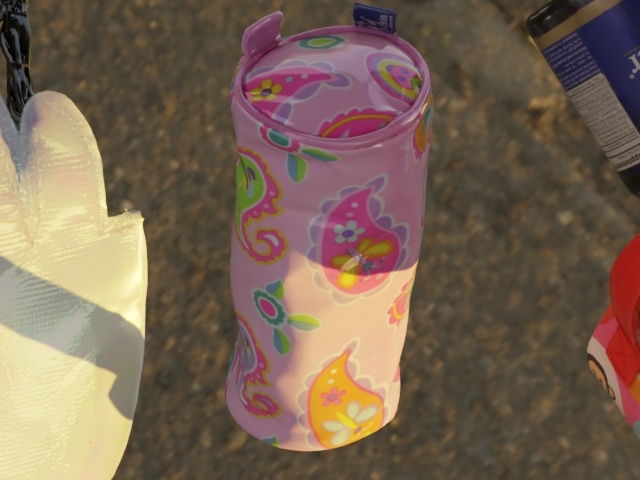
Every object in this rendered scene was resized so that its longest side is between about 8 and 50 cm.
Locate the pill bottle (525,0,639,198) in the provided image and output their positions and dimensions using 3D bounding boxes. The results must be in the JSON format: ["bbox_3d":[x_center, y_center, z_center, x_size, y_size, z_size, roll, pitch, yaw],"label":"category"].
[{"bbox_3d":[0.262,-0.108,1.372,0.123,0.123,0.219,-35,93,-46],"label":"pill bottle"}]

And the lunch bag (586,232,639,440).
[{"bbox_3d":[0.283,0.009,1.021,0.258,0.293,0.120,-3,48,-27],"label":"lunch bag"}]

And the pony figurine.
[{"bbox_3d":[-0.213,0.143,0.626,0.303,0.351,0.363,1,37,3],"label":"pony figurine"}]

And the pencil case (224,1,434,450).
[{"bbox_3d":[0.000,0.000,1.093,0.124,0.284,0.124,1,43,-1],"label":"pencil case"}]

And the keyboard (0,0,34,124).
[{"bbox_3d":[-0.274,-0.130,1.174,0.201,0.033,0.317,1,47,-11],"label":"keyboard"}]
